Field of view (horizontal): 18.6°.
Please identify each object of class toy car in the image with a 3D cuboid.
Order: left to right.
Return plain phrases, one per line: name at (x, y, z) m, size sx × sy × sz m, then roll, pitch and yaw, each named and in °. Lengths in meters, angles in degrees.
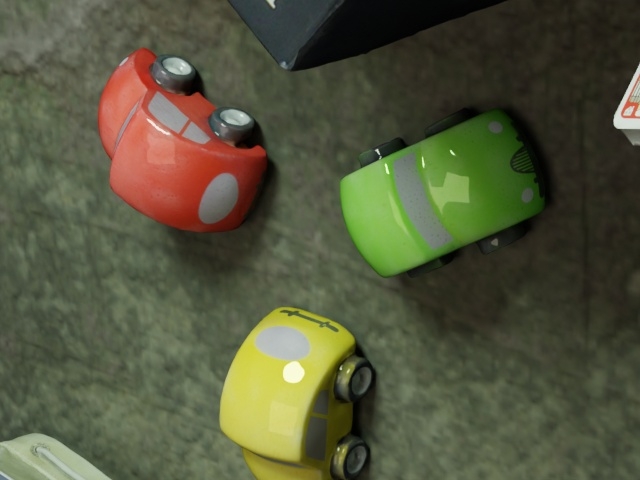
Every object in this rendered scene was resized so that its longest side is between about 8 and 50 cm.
toy car at (0.000, 0.000, 0.876) m, size 0.225 × 0.053 × 0.239 m, roll -24°, pitch 91°, yaw 43°

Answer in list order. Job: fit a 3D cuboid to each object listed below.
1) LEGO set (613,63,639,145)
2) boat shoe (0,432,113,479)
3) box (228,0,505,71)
LEGO set at (0.227, -0.094, 0.588) m, size 0.244 × 0.182 × 0.060 m, roll 5°, pitch 151°, yaw 49°
boat shoe at (-0.088, 0.186, 0.990) m, size 0.302 × 0.094 × 0.109 m, roll 33°, pitch 135°, yaw 27°
box at (0.016, -0.294, 0.667) m, size 0.343 × 0.179 × 0.312 m, roll 51°, pitch 132°, yaw 13°
